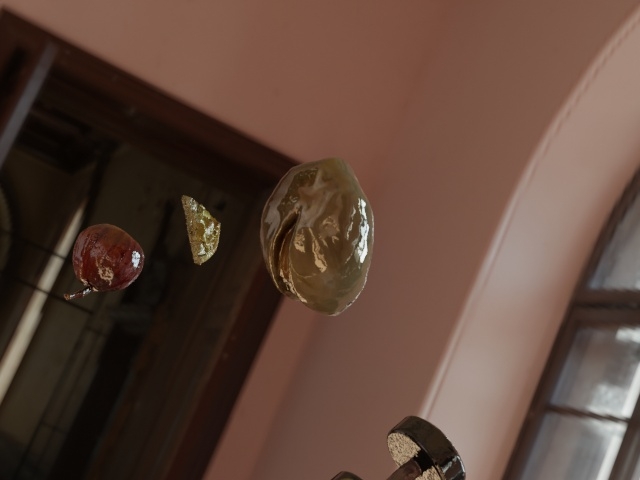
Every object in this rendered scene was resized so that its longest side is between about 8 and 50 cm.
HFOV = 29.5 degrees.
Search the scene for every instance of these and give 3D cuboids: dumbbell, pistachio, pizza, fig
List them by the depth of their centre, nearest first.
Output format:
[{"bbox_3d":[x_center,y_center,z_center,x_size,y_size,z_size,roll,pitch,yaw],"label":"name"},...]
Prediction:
[{"bbox_3d":[0.000,0.000,1.260,0.124,0.124,0.185,19,-41,19],"label":"pistachio"},{"bbox_3d":[-0.191,-0.025,1.930,0.026,0.123,0.109,-16,-63,19],"label":"pizza"},{"bbox_3d":[0.123,0.417,2.062,0.152,0.218,0.152,40,-29,28],"label":"dumbbell"},{"bbox_3d":[-0.370,0.039,2.097,0.128,0.150,0.128,0,-50,0],"label":"fig"}]

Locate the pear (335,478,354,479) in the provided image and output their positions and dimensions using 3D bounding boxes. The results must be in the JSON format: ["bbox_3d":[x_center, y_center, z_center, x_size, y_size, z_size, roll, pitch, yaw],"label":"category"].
[{"bbox_3d":[0.041,0.442,1.579,0.212,0.269,0.212,-12,-19,-4],"label":"pear"}]
